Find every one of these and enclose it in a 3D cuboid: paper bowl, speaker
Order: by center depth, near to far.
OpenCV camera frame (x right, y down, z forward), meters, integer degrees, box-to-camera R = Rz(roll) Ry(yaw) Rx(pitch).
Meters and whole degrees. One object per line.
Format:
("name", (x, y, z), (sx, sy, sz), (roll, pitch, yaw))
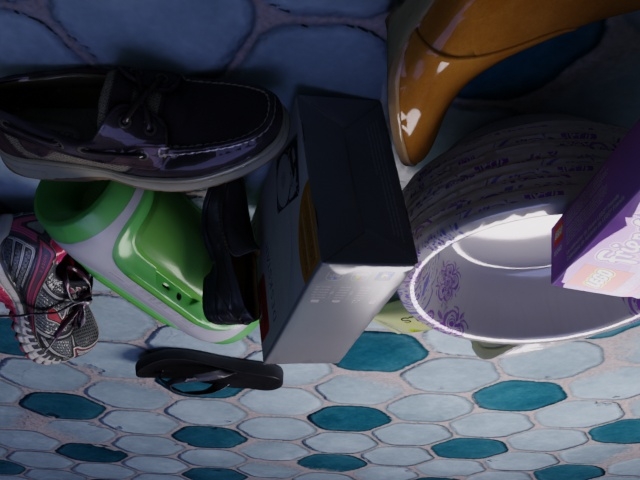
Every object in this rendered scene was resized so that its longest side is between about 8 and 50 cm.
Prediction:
("paper bowl", (0.215, -0.016, 0.737), (0.284, 0.148, 0.284), (2, 148, 1))
("speaker", (-0.175, 0.013, 0.828), (0.131, 0.131, 0.296), (-12, 145, 22))

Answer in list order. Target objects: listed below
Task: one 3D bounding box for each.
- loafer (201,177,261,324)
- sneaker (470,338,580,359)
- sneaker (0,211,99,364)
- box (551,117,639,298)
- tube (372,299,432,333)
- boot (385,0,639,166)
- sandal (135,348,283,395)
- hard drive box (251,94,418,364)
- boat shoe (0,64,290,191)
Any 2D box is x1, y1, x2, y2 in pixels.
("loafer", (-0.088, 0.008, 0.789), (0.061, 0.170, 0.062), (2, -173, 35))
("sneaker", (0.320, 0.106, 1.006), (0.095, 0.090, 0.235), (15, 152, -43))
("sneaker", (-0.340, 0.073, 0.946), (0.112, 0.120, 0.299), (-2, 149, 0))
("box", (0.298, -0.035, 0.472), (0.201, 0.057, 0.293), (9, 153, -1))
("tube", (0.173, 0.092, 1.005), (0.240, 0.062, 0.070), (-19, 102, 39))
("boot", (0.152, -0.165, 0.542), (0.211, 0.104, 0.295), (-2, 144, 7))
("sandal", (-0.189, 0.233, 1.255), (0.255, 0.054, 0.097), (7, 148, -8))
("hard drive box", (0.000, 0.000, 0.737), (0.089, 0.181, 0.232), (1, 149, -17))
("boat shoe", (-0.173, -0.109, 0.659), (0.285, 0.102, 0.092), (2, 154, 12))
